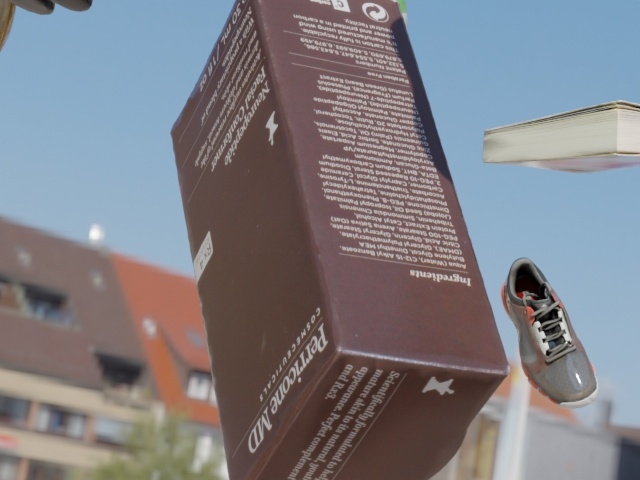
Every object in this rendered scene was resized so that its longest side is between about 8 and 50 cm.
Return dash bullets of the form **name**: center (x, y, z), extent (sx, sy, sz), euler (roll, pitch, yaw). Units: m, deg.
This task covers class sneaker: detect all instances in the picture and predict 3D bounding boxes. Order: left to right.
- **sneaker**: center (0.206, 0.083, 1.684), extent (0.061, 0.158, 0.065), euler (-23, -32, -7)

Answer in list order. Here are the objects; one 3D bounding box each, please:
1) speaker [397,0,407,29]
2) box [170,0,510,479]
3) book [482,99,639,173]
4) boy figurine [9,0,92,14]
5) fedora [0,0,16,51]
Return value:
- **speaker**: center (0.008, -0.110, 1.803), extent (0.131, 0.296, 0.131), euler (8, 11, -2)
- **box**: center (0.000, 0.000, 1.347), extent (0.143, 0.381, 0.191), euler (8, -45, -25)
- **book**: center (0.189, -0.063, 1.217), extent (0.096, 0.035, 0.144), euler (5, -6, -31)
- **boy figurine**: center (-0.176, -0.324, 1.495), extent (0.092, 0.285, 0.177), euler (33, -17, -37)
- **fedora**: center (-0.341, -0.252, 1.691), extent (0.079, 0.194, 0.194), euler (0, -6, -29)
